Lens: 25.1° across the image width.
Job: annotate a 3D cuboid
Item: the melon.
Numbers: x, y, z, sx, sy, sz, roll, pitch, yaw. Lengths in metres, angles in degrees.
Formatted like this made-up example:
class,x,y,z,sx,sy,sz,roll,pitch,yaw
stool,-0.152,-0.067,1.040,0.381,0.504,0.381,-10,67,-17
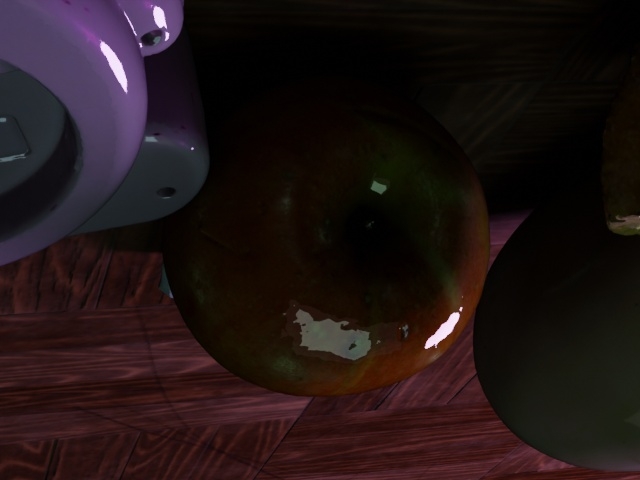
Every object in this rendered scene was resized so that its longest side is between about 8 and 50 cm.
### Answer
class,x,y,z,sx,sy,sz,roll,pitch,yaw
melon,0.251,0.042,1.016,0.223,0.223,0.317,11,144,-40

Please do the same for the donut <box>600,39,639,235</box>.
class,x,y,z,sx,sy,sz,roll,pitch,yaw
donut,0.282,-0.085,0.847,0.259,0.152,0.101,-3,171,0

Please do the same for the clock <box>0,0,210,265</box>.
class,x,y,z,sx,sy,sz,roll,pitch,yaw
clock,-0.209,-0.088,0.658,0.295,0.113,0.322,-10,155,-1

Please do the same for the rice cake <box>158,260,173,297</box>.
class,x,y,z,sx,sy,sz,roll,pitch,yaw
rice cake,-0.005,0.006,1.046,0.226,0.040,0.085,-4,155,-15

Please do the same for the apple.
class,x,y,z,sx,sy,sz,roll,pitch,yaw
apple,0.000,0.000,0.851,0.195,0.196,0.196,-9,157,-4
